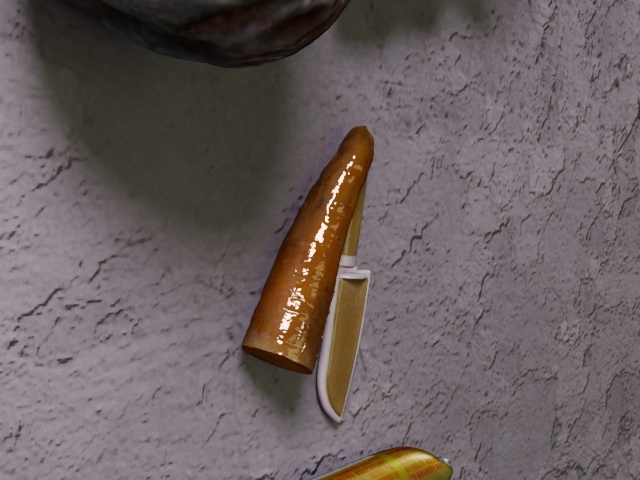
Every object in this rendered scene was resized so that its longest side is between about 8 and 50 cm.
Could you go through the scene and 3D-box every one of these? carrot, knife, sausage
[{"bbox_3d":[0.000,0.000,0.792,0.061,0.061,0.209,32,73,-44],"label":"carrot"},{"bbox_3d":[0.028,0.035,0.851,0.046,0.022,0.256,1,98,-49],"label":"knife"},{"bbox_3d":[-0.009,0.236,0.824,0.372,0.082,0.082,-9,105,-45],"label":"sausage"}]

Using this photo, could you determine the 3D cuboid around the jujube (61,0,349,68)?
[{"bbox_3d":[-0.060,-0.263,0.553,0.226,0.226,0.316,5,99,-46],"label":"jujube"}]
